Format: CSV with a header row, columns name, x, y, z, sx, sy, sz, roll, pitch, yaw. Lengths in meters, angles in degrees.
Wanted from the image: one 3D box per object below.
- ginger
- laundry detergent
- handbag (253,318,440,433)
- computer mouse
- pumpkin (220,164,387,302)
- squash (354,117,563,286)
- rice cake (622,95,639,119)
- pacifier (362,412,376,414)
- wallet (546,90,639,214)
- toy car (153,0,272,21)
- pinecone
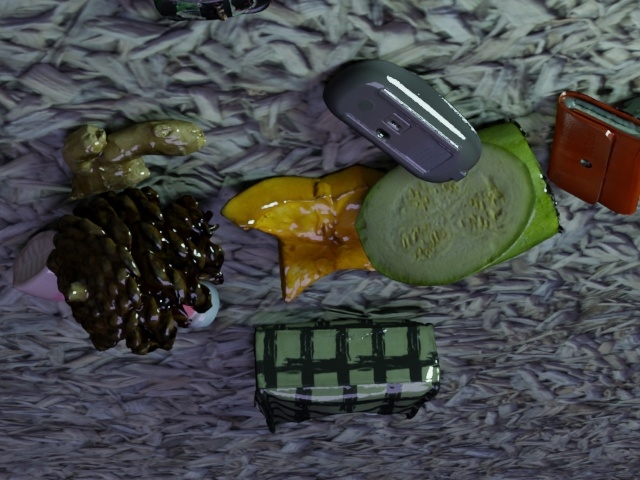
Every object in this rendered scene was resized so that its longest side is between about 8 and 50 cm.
name,x,y,z,sx,sy,sz,roll,pitch,yaw
ginger,-0.254,-0.114,1.863,0.214,0.059,0.133,-10,144,5
laundry detergent,-0.310,0.070,2.168,0.335,0.088,0.159,19,145,-40
handbag,0.041,0.253,2.513,0.325,0.163,0.327,-2,158,-3
computer mouse,0.110,-0.159,1.814,0.232,0.057,0.120,34,135,-25
pumpkin,0.015,-0.015,2.058,0.258,0.095,0.290,-14,145,9
squash,0.180,-0.039,1.900,0.260,0.189,0.189,-22,152,1
rice cake,0.555,-0.217,1.804,0.336,0.063,0.066,-24,130,34
pacifier,0.101,0.301,2.719,0.099,0.081,0.078,-10,180,9
wallet,0.388,-0.118,1.922,0.142,0.045,0.204,28,158,17
toy car,-0.119,-0.279,1.569,0.142,0.055,0.069,-5,156,2
pinecone,-0.251,0.039,1.957,0.257,0.243,0.243,-13,155,-16
